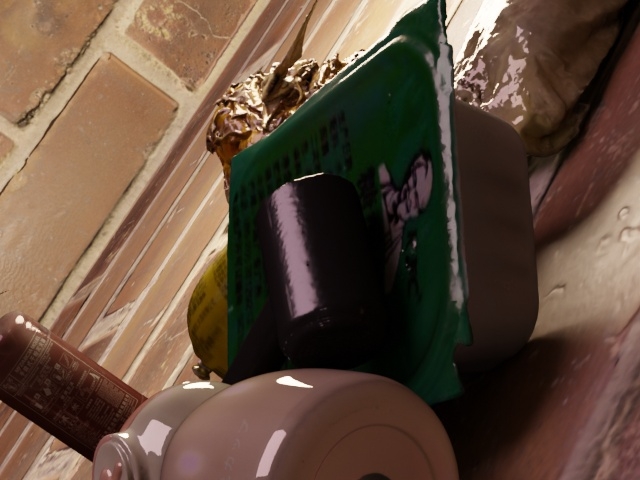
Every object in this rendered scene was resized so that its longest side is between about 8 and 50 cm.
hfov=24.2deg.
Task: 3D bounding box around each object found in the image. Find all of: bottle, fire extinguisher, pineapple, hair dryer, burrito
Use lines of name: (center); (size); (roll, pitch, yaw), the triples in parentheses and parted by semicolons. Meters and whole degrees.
bottle: (-0.043, 0.147, 0.909); (0.236, 0.147, 0.148); (0, 52, 52)
fire extinguisher: (-0.292, 0.148, 1.616); (0.105, 0.269, 0.105); (-50, 13, 16)
pineapple: (-0.052, -0.105, 1.683); (0.334, 0.158, 0.161); (-39, 20, 45)
hair dryer: (-0.032, 0.076, 0.990); (0.248, 0.070, 0.114); (121, 146, -44)
burrito: (0.187, -0.187, 1.215); (0.175, 0.107, 0.348); (-5, 50, 55)

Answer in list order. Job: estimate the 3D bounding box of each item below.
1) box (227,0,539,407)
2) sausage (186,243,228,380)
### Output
box: (0.043, 0.018, 1.042); (0.336, 0.106, 0.264); (-31, 56, 56)
sausage: (0.000, 0.000, 1.315); (0.347, 0.123, 0.123); (-48, 14, 21)
